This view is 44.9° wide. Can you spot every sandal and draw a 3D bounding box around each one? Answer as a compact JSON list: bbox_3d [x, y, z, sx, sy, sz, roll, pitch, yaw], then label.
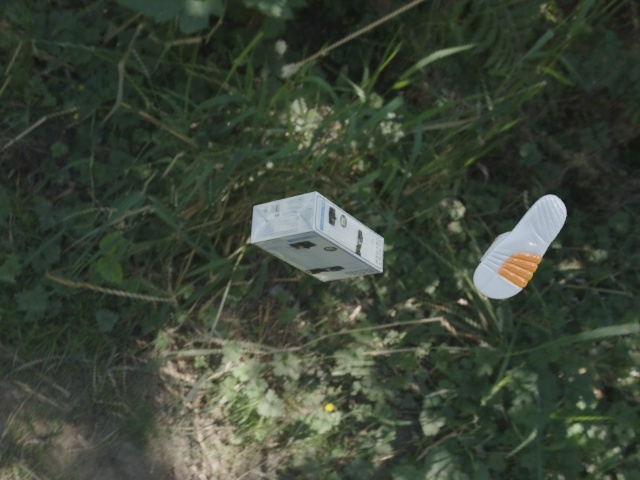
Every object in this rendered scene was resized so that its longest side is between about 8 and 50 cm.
[{"bbox_3d":[0.414,0.018,1.618,0.102,0.076,0.265,44,77,-5],"label":"sandal"}]

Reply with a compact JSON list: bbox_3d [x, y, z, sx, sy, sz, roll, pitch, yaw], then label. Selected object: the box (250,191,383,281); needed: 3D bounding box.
[{"bbox_3d":[0.000,0.000,1.700,0.290,0.169,0.087,32,54,-52],"label":"box"}]
